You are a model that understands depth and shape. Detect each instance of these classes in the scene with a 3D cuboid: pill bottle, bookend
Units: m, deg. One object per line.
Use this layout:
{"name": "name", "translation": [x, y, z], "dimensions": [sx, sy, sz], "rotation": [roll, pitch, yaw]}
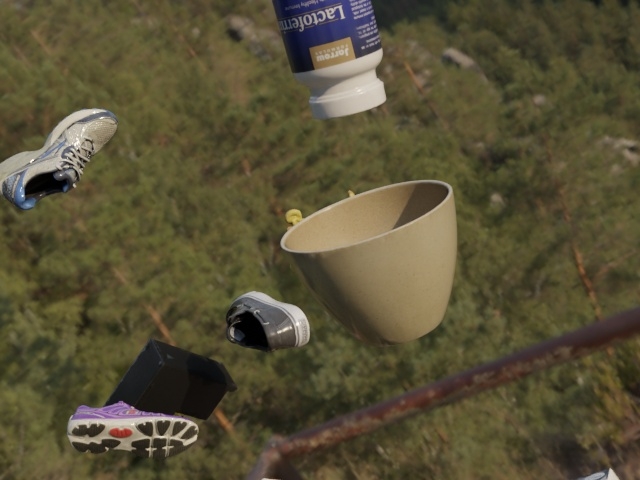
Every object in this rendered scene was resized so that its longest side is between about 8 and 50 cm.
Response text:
{"name": "pill bottle", "translation": [0.014, -0.336, 1.381], "dimensions": [0.153, 0.265, 0.153], "rotation": [-15, 17, 5]}
{"name": "bookend", "translation": [-0.249, 0.261, 1.430], "dimensions": [0.156, 0.157, 0.072], "rotation": [-55, 40, 11]}

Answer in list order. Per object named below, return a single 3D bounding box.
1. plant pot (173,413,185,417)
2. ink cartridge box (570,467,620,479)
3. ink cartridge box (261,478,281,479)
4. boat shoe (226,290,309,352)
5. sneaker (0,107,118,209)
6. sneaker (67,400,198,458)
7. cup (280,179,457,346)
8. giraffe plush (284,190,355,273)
{"name": "plant pot", "translation": [-0.377, 0.448, 2.126], "dimensions": [0.083, 0.081, 0.081], "rotation": [-38, 48, 24]}
{"name": "ink cartridge box", "translation": [0.357, 0.489, 1.305], "dimensions": [0.165, 0.065, 0.333], "rotation": [-31, 10, 35]}
{"name": "ink cartridge box", "translation": [0.020, 0.337, 0.935], "dimensions": [0.179, 0.145, 0.045], "rotation": [3, -14, 5]}
{"name": "boat shoe", "translation": [-0.099, 0.127, 1.268], "dimensions": [0.076, 0.080, 0.228], "rotation": [-15, 11, -28]}
{"name": "sneaker", "translation": [-0.248, -0.074, 0.844], "dimensions": [0.135, 0.052, 0.058], "rotation": [-39, 52, -11]}
{"name": "sneaker", "translation": [-0.247, 0.241, 1.151], "dimensions": [0.071, 0.170, 0.068], "rotation": [-101, 21, -60]}
{"name": "cup", "translation": [0.119, 0.056, 1.622], "dimensions": [0.331, 0.237, 0.331], "rotation": [-18, 16, 6]}
{"name": "giraffe plush", "translation": [0.000, 0.000, 1.874], "dimensions": [0.170, 0.181, 0.210], "rotation": [-11, -23, -20]}
